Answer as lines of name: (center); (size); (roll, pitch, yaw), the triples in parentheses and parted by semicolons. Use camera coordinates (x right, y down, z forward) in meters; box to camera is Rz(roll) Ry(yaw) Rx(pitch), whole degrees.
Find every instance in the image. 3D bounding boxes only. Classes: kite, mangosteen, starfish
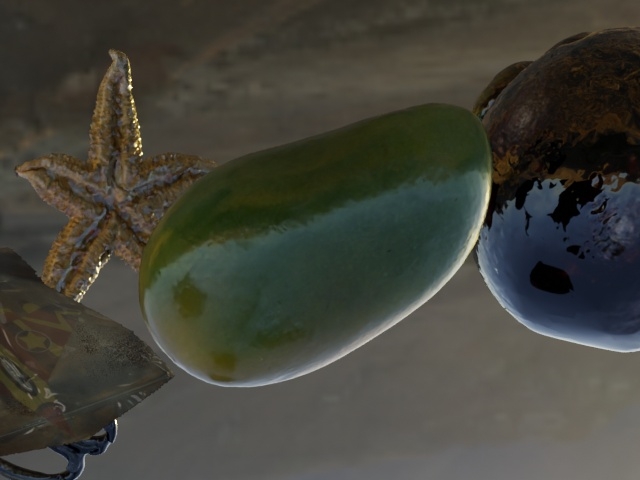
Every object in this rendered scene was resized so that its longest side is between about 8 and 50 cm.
kite: (-0.175, 0.001, 0.752); (0.141, 0.245, 0.015); (-12, 142, -52)
mangosteen: (0.267, -0.058, 1.570); (0.297, 0.313, 0.297); (3, 134, 3)
starfish: (-0.170, -0.010, 1.614); (0.231, 0.295, 0.048); (23, 165, -28)

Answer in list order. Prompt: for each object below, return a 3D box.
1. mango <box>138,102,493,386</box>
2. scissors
mango: (0.000, 0.000, 1.164); (0.251, 0.156, 0.114); (-29, -155, -5)
scissors: (-0.282, 0.083, 1.308); (0.300, 0.109, 0.022); (37, -158, -23)
